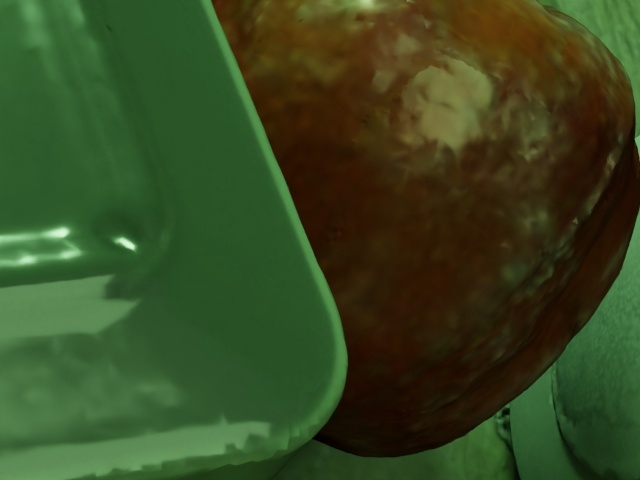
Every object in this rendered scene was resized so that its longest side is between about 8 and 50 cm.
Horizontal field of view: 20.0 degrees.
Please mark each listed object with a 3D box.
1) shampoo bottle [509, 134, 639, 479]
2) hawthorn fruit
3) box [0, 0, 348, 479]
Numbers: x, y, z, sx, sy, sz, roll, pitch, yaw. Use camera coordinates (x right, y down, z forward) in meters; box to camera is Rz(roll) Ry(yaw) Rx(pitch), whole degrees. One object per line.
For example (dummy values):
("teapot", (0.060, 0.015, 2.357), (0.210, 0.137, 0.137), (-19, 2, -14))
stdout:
("shampoo bottle", (0.254, 0.077, 0.890), (0.266, 0.273, 0.273), (17, 64, -27))
("hawthorn fruit", (0.000, 0.000, 0.755), (0.242, 0.242, 0.271), (36, 83, -27))
("box", (-0.208, -0.063, 0.548), (0.373, 0.090, 0.367), (-6, 59, -31))
